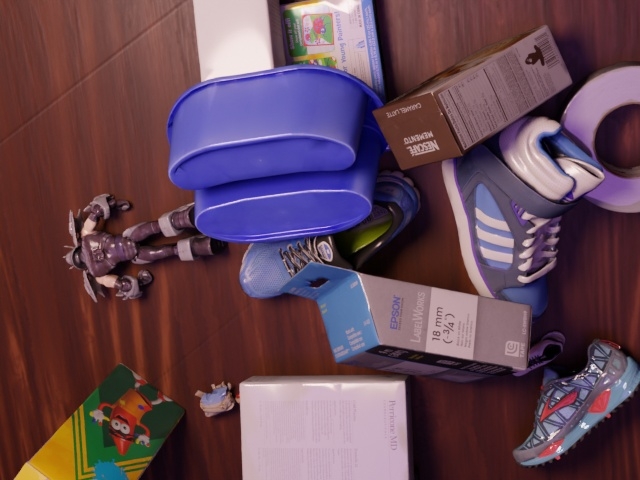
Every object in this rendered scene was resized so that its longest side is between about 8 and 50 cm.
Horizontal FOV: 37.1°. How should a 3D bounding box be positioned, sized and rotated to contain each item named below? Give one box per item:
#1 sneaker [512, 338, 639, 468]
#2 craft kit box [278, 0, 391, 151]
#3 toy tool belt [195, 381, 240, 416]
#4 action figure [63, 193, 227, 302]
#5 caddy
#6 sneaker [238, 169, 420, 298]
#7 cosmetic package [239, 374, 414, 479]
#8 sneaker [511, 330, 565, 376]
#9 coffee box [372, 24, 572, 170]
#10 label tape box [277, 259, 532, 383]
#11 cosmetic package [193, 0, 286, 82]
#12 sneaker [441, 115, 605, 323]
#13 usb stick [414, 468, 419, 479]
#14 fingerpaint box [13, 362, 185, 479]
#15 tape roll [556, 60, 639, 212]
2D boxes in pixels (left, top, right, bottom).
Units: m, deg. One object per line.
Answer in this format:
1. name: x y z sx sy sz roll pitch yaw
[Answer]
1. sneaker: 0.402 0.263 1.565 0.262 0.104 0.125 -46 77 15
2. craft kit box: -0.020 -0.249 1.498 0.247 0.061 0.249 -6 105 10
3. toy tool belt: -0.176 0.276 1.687 0.083 0.052 0.051 -22 110 15
4. action figure: -0.312 0.009 1.612 0.285 0.099 0.185 -11 111 17
5. caddy: -0.066 -0.137 1.413 0.341 0.179 0.241 -7 139 12
6. sneaker: 0.000 0.000 1.519 0.330 0.147 0.129 -31 99 19
7. cosmetic package: 0.016 0.420 1.622 0.285 0.097 0.377 -2 90 13
8. sneaker: 0.353 0.190 1.565 0.109 0.044 0.040 -41 98 20
9. coffee box: 0.217 -0.203 1.350 0.141 0.246 0.098 -9 111 59
10. label tape box: 0.112 0.133 1.437 0.334 0.240 0.105 11 74 -11
11. cosmetic package: -0.123 -0.346 1.419 0.117 0.085 0.231 -4 94 13
12. sneaker: 0.324 -0.027 1.408 0.236 0.130 0.322 -12 101 53
13. usb stick: 0.036 0.429 1.691 0.278 0.045 0.077 1 88 10
14. fingerpaint box: -0.466 0.477 1.634 0.163 0.371 0.445 37 110 -2
15. tape roll: 0.464 -0.155 1.425 0.219 0.072 0.219 3 106 10
